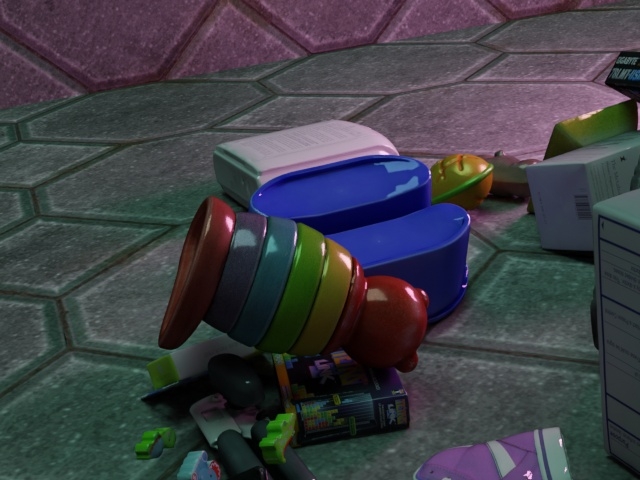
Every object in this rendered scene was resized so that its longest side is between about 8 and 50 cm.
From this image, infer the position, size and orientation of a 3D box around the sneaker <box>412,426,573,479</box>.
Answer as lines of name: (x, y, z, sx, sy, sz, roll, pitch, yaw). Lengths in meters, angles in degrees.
sneaker: (0.154, 0.260, 0.992, 0.161, 0.102, 0.282, -8, 9, 7)

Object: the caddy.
caddy: (0.047, 0.025, 1.539, 0.341, 0.179, 0.241, -14, 45, -21)

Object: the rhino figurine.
rhino figurine: (0.299, -0.120, 1.983, 0.243, 0.073, 0.106, 6, 21, 34)

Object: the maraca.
maraca: (0.220, -0.091, 1.904, 0.127, 0.099, 0.186, -32, 7, -36)

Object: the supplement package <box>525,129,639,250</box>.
supplement package: (0.459, -0.083, 1.705, 0.244, 0.139, 0.134, -20, 11, -29)

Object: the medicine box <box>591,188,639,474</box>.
medicine box: (0.393, 0.111, 1.020, 0.149, 0.289, 0.263, -17, 23, -19)

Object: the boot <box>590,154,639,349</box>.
boot: (0.584, 0.015, 1.294, 0.445, 0.146, 0.367, 6, 53, 32)

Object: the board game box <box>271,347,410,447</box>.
board game box: (0.020, 0.174, 1.320, 0.141, 0.048, 0.170, -10, 21, -5)

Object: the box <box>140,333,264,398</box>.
box: (-0.137, 0.146, 1.396, 0.178, 0.042, 0.109, -18, -6, -27)

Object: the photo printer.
photo printer: (-0.020, -0.145, 2.103, 0.308, 0.107, 0.256, -15, 22, -22)

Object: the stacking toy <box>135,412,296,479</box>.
stacking toy: (-0.125, 0.254, 1.045, 0.167, 0.052, 0.221, -8, 33, 27)

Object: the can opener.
can opener: (-0.079, 0.205, 1.200, 0.076, 0.095, 0.283, -14, 19, -17)

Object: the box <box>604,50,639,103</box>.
box: (0.632, -0.203, 1.760, 0.296, 0.073, 0.293, 27, 6, -9)

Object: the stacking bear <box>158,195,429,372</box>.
stacking bear: (-0.016, 0.066, 1.273, 0.289, 0.164, 0.175, 19, 57, -12)

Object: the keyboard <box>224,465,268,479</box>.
keyboard: (-0.082, 0.297, 1.025, 0.100, 0.038, 0.192, -23, 29, 7)

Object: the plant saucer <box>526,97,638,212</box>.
plant saucer: (0.446, -0.129, 1.842, 0.188, 0.188, 0.045, -19, 49, -29)
